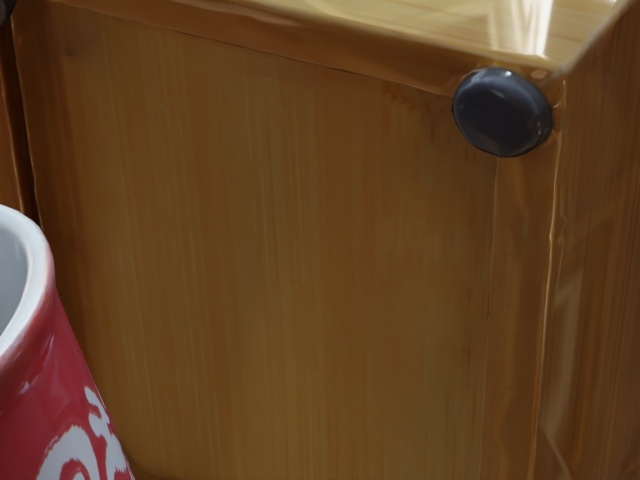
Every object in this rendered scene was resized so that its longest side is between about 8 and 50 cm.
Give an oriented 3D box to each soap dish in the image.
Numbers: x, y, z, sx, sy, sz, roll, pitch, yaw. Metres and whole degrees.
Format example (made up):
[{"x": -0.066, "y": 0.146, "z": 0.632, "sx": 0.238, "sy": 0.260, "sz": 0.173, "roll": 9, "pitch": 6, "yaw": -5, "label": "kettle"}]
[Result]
[{"x": 0.000, "y": 0.000, "z": 0.538, "sx": 0.118, "sy": 0.229, "sz": 0.291, "roll": -54, "pitch": 152, "yaw": -44, "label": "soap dish"}]

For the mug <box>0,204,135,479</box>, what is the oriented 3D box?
[{"x": -0.090, "y": 0.101, "z": 0.355, "sx": 0.150, "sy": 0.113, "sz": 0.169, "roll": -44, "pitch": 126, "yaw": -33, "label": "mug"}]
